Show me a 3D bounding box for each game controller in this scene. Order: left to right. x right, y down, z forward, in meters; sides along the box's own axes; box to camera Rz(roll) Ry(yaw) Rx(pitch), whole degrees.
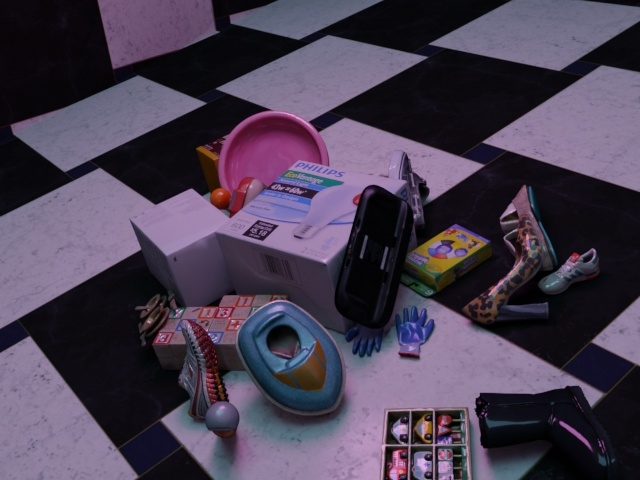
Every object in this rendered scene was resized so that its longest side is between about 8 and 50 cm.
[{"bbox_3d":[0.125,0.035,1.631,0.067,0.166,0.319,-11,59,57],"label":"game controller"}]

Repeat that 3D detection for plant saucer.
[{"bbox_3d":[-0.133,-0.212,2.107,0.332,0.332,0.084,-6,-6,11],"label":"plant saucer"}]

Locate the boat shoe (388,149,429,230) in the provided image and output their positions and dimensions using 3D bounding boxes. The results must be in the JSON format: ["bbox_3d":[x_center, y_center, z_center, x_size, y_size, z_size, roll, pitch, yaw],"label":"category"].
[{"bbox_3d":[0.251,-0.133,2.035,0.119,0.121,0.335,1,47,6],"label":"boat shoe"}]

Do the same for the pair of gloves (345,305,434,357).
[{"bbox_3d":[0.157,0.207,1.639,0.198,0.023,0.159,0,36,18],"label":"pair of gloves"}]

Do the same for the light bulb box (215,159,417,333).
[{"bbox_3d":[0.000,0.000,1.810,0.357,0.225,0.361,14,44,34],"label":"light bulb box"}]

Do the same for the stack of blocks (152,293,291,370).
[{"bbox_3d":[-0.224,0.217,1.696,0.297,0.087,0.171,-3,35,15],"label":"stack of blocks"}]

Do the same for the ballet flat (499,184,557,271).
[{"bbox_3d":[0.510,-0.034,1.800,0.106,0.108,0.316,-18,31,17],"label":"ballet flat"}]

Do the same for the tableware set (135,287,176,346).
[{"bbox_3d":[-0.416,0.177,1.763,0.128,0.039,0.194,-50,19,-3],"label":"tableware set"}]

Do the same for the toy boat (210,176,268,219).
[{"bbox_3d":[-0.229,-0.102,1.956,0.151,0.151,0.231,16,-2,5],"label":"toy boat"}]

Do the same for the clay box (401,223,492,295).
[{"bbox_3d":[0.305,0.048,1.790,0.222,0.053,0.127,-30,37,-24],"label":"clay box"}]

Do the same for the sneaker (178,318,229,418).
[{"bbox_3d":[-0.274,0.278,1.553,0.092,0.088,0.225,-20,71,9],"label":"sneaker"}]

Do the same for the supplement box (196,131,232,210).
[{"bbox_3d":[-0.257,-0.230,2.258,0.194,0.191,0.129,-29,36,-23],"label":"supplement box"}]

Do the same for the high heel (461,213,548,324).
[{"bbox_3d":[0.410,0.061,1.628,0.186,0.093,0.261,-3,67,8],"label":"high heel"}]

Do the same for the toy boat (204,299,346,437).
[{"bbox_3d":[-0.101,0.284,1.462,0.318,0.148,0.267,-42,75,-18],"label":"toy boat"}]

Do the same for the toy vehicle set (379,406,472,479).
[{"bbox_3d":[0.194,0.420,1.307,0.165,0.035,0.267,-5,35,12],"label":"toy vehicle set"}]

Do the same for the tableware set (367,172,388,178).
[{"bbox_3d":[0.147,-0.161,2.174,0.141,0.020,0.169,4,38,24],"label":"tableware set"}]

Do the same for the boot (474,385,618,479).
[{"bbox_3d":[0.392,0.356,1.276,0.207,0.094,0.246,-7,28,3],"label":"boot"}]

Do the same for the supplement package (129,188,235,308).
[{"bbox_3d":[-0.349,0.023,1.919,0.199,0.198,0.262,-28,37,-22],"label":"supplement package"}]

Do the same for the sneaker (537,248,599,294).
[{"bbox_3d":[0.572,0.066,1.652,0.161,0.075,0.057,-20,34,-10],"label":"sneaker"}]
